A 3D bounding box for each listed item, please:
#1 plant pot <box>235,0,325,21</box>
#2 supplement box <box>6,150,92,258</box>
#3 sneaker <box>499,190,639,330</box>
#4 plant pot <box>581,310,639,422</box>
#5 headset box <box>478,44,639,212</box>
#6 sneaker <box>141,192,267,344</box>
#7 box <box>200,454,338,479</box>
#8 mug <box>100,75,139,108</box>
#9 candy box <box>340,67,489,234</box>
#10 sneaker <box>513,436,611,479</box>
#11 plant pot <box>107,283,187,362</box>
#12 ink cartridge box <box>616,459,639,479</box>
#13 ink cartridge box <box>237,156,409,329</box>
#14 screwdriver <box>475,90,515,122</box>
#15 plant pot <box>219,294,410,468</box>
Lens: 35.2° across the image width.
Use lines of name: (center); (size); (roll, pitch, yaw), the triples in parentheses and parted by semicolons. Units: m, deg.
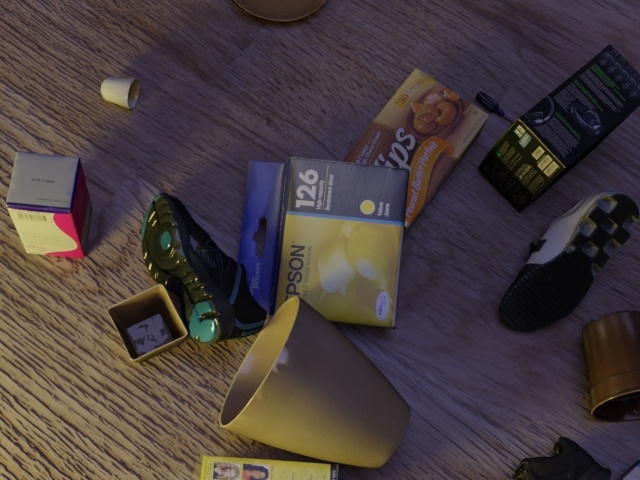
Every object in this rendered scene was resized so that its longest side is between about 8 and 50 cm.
plant pot: (-0.091, -0.565, 2.182); (0.237, 0.032, 0.236); (2, 66, -6)
supplement box: (-0.484, -0.060, 1.822); (0.111, 0.220, 0.113); (6, 65, -5)
sneaker: (0.466, 0.038, 1.955); (0.330, 0.146, 0.122); (-45, 104, 1)
plant pot: (0.562, 0.227, 1.856); (0.167, 0.167, 0.165); (-3, 60, -7)
headset box: (0.482, -0.221, 1.978); (0.283, 0.246, 0.131); (-39, 82, -18)
sneaker: (-0.223, 0.053, 1.870); (0.140, 0.125, 0.340); (1, 49, -43)
box: (-0.089, 0.413, 1.739); (0.232, 0.087, 0.058); (4, 65, -3)
mug: (-0.402, -0.301, 2.030); (0.064, 0.078, 0.062); (12, 99, 8)
candy box: (0.174, -0.173, 2.014); (0.183, 0.087, 0.316); (34, 69, 8)
sneaker: (0.374, 0.456, 1.773); (0.286, 0.109, 0.130); (-31, 67, -27)
plant pot: (-0.309, 0.160, 1.815); (0.109, 0.096, 0.109); (-25, 73, -15)
ink cartridge box: (0.550, 0.479, 1.794); (0.180, 0.060, 0.104); (-35, 76, -19)
ink cartridge box: (0.000, 0.000, 1.878); (0.308, 0.072, 0.303); (5, 81, 2)
screwdriver: (0.393, -0.253, 2.113); (0.170, 0.024, 0.025); (43, 99, 5)
plant pot: (0.007, 0.274, 1.743); (0.274, 0.256, 0.256); (32, 66, -11)
